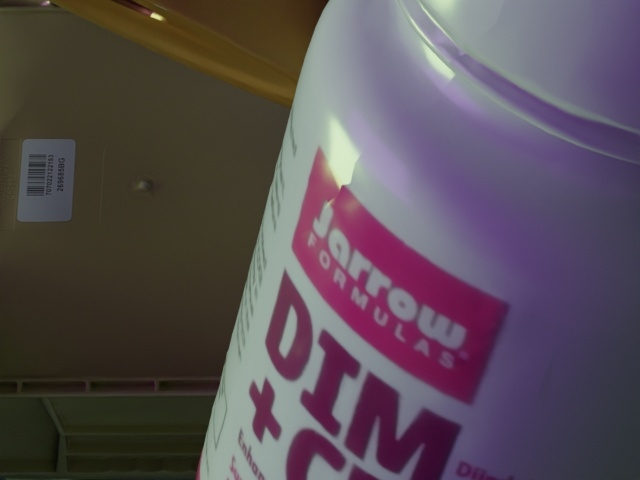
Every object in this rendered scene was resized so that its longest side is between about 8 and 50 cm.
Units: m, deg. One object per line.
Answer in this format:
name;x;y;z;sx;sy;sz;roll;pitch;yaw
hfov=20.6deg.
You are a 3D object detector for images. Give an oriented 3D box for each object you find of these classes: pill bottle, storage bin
pill bottle;0.061;0.008;0.517;0.160;0.160;0.283;-96;17;-47
storage bin;-0.097;-0.004;1.030;0.123;0.260;0.262;88;-178;-63

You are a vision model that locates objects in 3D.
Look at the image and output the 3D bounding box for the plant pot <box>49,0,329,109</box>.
plant pot;-0.026;-0.168;0.601;0.203;0.291;0.291;-66;11;0
